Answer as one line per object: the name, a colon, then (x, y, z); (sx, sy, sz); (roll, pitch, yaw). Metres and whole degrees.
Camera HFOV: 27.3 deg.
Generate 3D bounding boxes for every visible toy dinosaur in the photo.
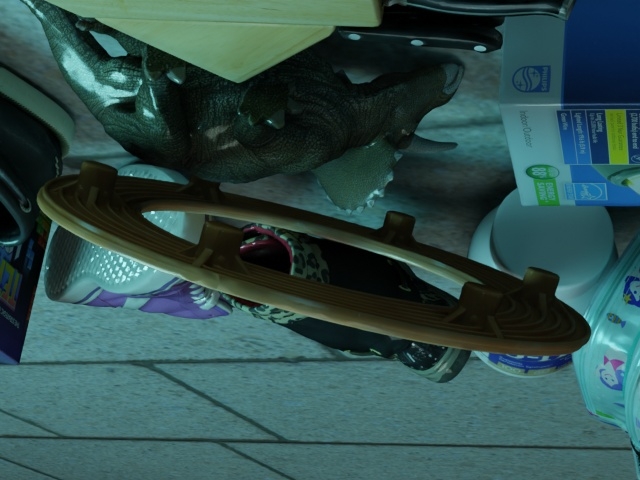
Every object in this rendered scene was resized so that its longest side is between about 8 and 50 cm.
toy dinosaur: (-0.068, -0.080, 0.777); (0.314, 0.121, 0.160); (4, 153, 1)

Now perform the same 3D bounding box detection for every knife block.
knife block: (-0.018, -0.165, 0.580); (0.276, 0.088, 0.242); (21, 155, -31)

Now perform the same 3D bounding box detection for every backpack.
backpack: (0.288, 0.067, 0.891); (0.191, 0.225, 0.253); (32, 170, 24)

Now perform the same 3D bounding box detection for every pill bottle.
pill bottle: (0.164, 0.028, 0.992); (0.112, 0.112, 0.186); (5, 159, 5)

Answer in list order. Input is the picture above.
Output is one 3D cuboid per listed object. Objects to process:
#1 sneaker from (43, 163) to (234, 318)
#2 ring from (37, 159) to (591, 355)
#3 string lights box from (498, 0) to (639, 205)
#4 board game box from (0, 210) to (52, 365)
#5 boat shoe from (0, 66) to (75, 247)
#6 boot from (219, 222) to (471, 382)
sneaker: (-0.108, 0.009, 1.071); (0.161, 0.102, 0.282); (13, 169, -25)
ring: (0.000, 0.000, 0.793); (0.337, 0.032, 0.336); (15, -172, -2)
string lights box: (0.238, -0.078, 0.736); (0.260, 0.076, 0.133); (1, 157, 16)
board game box: (-0.275, 0.008, 1.045); (0.048, 0.141, 0.170); (3, 160, 12)
boat shoe: (-0.303, -0.087, 0.842); (0.127, 0.113, 0.340); (-6, 155, 32)
boot: (-0.009, 0.028, 1.016); (0.179, 0.085, 0.236); (23, -179, -34)
